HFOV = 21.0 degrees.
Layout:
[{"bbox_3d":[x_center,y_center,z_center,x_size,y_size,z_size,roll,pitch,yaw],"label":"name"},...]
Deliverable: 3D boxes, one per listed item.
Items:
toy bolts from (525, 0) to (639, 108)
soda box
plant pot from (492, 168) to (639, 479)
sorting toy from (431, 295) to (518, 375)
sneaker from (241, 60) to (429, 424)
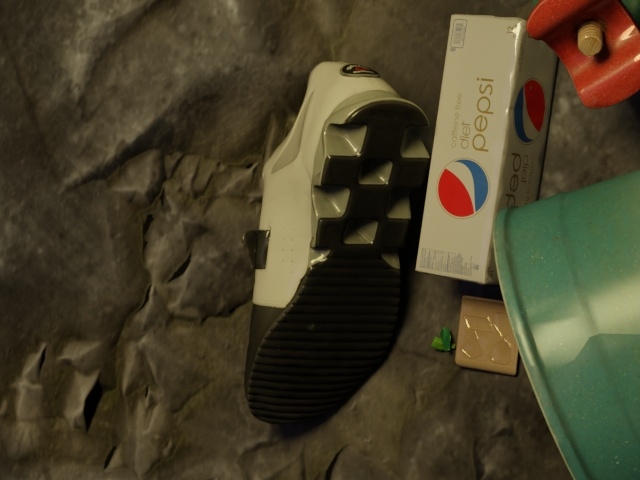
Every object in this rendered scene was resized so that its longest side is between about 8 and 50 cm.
[{"bbox_3d":[0.279,-0.195,1.320,0.228,0.158,0.218,-27,113,21],"label":"toy bolts"},{"bbox_3d":[0.138,-0.074,1.417,0.069,0.074,0.216,11,94,35],"label":"soda box"},{"bbox_3d":[0.292,0.054,1.203,0.255,0.271,0.271,-24,74,17],"label":"plant pot"},{"bbox_3d":[0.131,0.078,1.452,0.083,0.012,0.062,8,97,32],"label":"sorting toy"},{"bbox_3d":[0.000,0.000,1.496,0.146,0.122,0.330,52,130,53],"label":"sneaker"}]
